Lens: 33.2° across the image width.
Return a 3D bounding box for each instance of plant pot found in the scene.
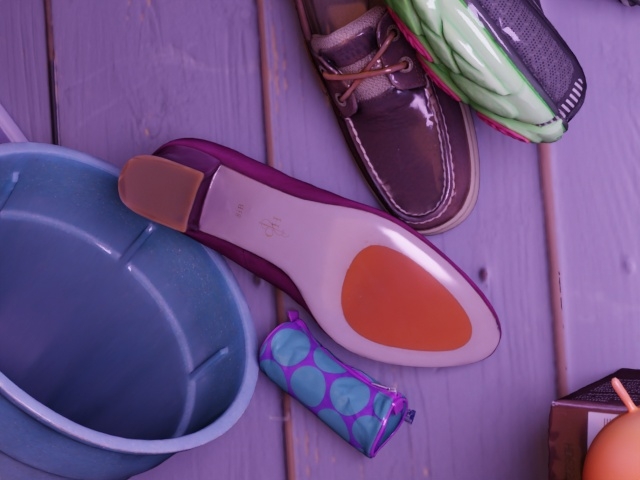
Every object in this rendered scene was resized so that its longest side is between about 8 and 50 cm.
[{"bbox_3d":[-0.295,0.139,1.053,0.334,0.341,0.341,-44,70,31],"label":"plant pot"}]

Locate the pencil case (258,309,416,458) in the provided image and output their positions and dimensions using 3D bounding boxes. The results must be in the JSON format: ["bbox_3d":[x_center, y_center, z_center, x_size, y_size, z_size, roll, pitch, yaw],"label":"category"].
[{"bbox_3d":[0.012,0.135,1.008,0.151,0.064,0.070,33,108,26],"label":"pencil case"}]

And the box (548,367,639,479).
[{"bbox_3d":[0.273,0.191,0.778,0.168,0.203,0.167,1,91,30],"label":"box"}]

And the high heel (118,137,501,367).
[{"bbox_3d":[0.000,0.000,1.023,0.377,0.181,0.127,29,100,5],"label":"high heel"}]

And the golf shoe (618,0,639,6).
[{"bbox_3d":[0.282,-0.317,0.824,0.120,0.105,0.273,12,106,41],"label":"golf shoe"}]

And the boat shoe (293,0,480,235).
[{"bbox_3d":[0.037,-0.166,0.959,0.123,0.123,0.342,-21,79,28],"label":"boat shoe"}]

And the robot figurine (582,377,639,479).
[{"bbox_3d":[0.219,0.188,0.621,0.158,0.128,0.220,-3,90,50],"label":"robot figurine"}]

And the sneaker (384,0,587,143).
[{"bbox_3d":[0.116,-0.303,0.857,0.202,0.185,0.483,-21,69,11],"label":"sneaker"}]

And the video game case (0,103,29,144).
[{"bbox_3d":[-0.409,-0.065,1.273,0.183,0.023,0.201,-48,68,21],"label":"video game case"}]
